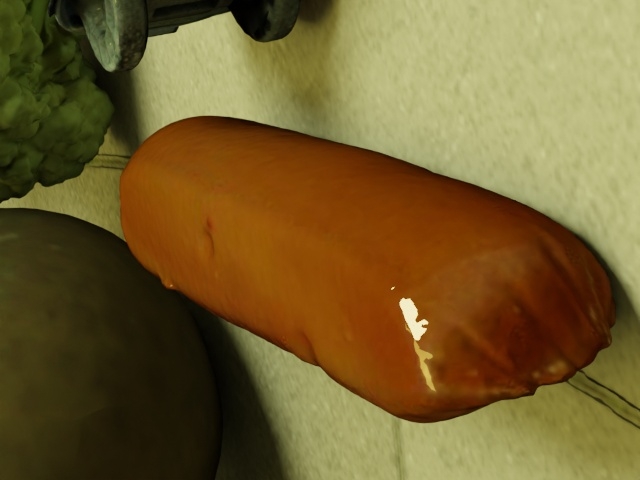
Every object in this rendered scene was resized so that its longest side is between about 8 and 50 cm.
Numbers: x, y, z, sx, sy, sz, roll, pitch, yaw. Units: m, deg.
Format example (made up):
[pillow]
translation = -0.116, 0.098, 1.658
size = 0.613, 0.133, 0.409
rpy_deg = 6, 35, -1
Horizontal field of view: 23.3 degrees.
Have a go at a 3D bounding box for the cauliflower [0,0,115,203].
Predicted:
[cauliflower]
translation = -0.283, -0.159, 1.001
size = 0.327, 0.260, 0.281
rpy_deg = 52, 162, -28

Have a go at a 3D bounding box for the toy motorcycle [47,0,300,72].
[toy motorcycle]
translation = -0.064, -0.215, 0.667
size = 0.358, 0.125, 0.212
rpy_deg = 129, 125, -64

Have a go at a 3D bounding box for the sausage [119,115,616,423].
[sausage]
translation = 0.000, 0.000, 0.699
size = 0.348, 0.097, 0.094
rpy_deg = 19, 130, 60

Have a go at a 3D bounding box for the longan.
[longan]
translation = -0.179, 0.120, 0.948
size = 0.243, 0.300, 0.300
rpy_deg = -18, 89, 31
